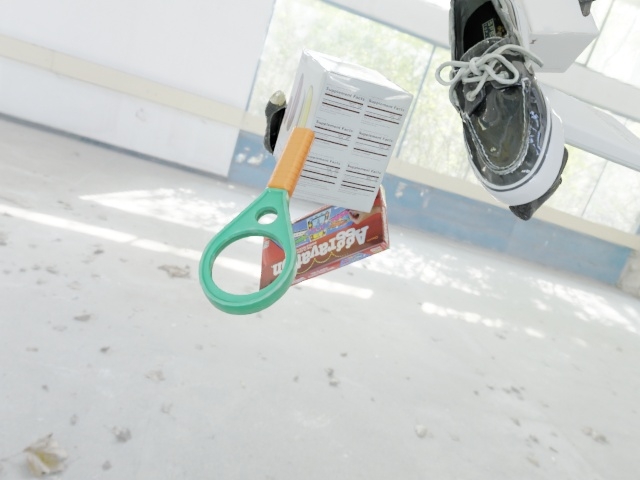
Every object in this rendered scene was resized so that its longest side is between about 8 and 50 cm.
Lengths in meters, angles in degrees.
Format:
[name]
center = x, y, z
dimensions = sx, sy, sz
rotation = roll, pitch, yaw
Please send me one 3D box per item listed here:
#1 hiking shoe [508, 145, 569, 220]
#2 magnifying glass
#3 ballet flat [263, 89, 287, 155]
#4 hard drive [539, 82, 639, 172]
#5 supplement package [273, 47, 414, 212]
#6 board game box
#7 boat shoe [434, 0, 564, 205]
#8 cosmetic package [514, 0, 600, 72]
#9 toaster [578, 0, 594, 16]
[hiking shoe]
center = 0.515, -0.151, 1.193
dimensions = 0.114, 0.227, 0.086
rotation = -38, 66, -27
[magnifying glass]
center = -0.050, -0.030, 0.518
dimensions = 0.092, 0.026, 0.231
rotation = 8, 54, 15
[ballet flat]
center = -0.098, -0.267, 1.170
dimensions = 0.057, 0.173, 0.049
rotation = -26, 63, -28
[hard drive]
center = 0.483, -0.217, 0.952
dimensions = 0.307, 0.040, 0.203
rotation = 11, 38, -25
[supplement package]
center = 0.026, -0.189, 0.872
dimensions = 0.149, 0.203, 0.194
rotation = 10, 26, -19
[board game box]
center = 0.000, 0.000, 0.989
dimensions = 0.027, 0.281, 0.145
rotation = 40, 38, -42
[boat shoe]
center = 0.201, -0.190, 0.599
dimensions = 0.113, 0.306, 0.105
rotation = -16, -31, 42
[cosmetic package]
center = 0.548, -0.632, 1.345
dimensions = 0.197, 0.365, 0.155
rotation = -2, -20, -12
[toaster]
center = 0.180, -0.277, 0.317
dimensions = 0.110, 0.186, 0.168
rotation = -21, 56, -13
